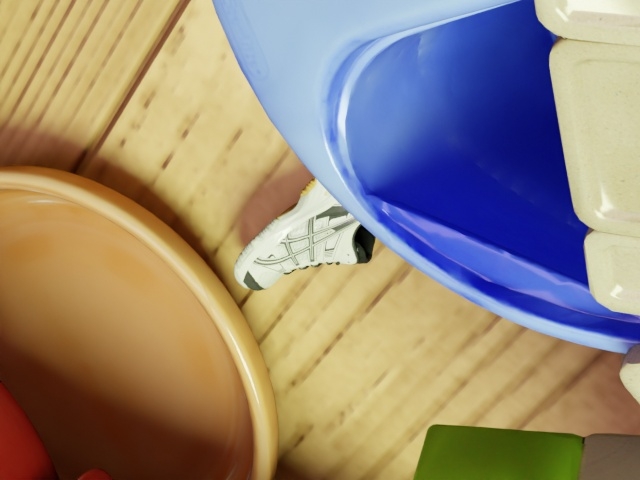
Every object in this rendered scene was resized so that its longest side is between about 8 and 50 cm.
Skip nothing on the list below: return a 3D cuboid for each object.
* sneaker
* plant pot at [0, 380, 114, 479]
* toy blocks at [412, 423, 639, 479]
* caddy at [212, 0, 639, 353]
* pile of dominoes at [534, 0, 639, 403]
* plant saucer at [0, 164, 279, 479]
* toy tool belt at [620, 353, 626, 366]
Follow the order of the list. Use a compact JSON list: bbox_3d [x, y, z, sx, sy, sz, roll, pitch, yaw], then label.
[{"bbox_3d":[0.000,0.000,0.567,0.037,0.032,0.083,46,128,0],"label":"sneaker"},{"bbox_3d":[-0.186,0.123,0.589,0.174,0.191,0.191,36,126,4],"label":"plant pot"},{"bbox_3d":[0.227,0.187,0.454,0.381,0.190,0.261,1,132,18],"label":"toy blocks"},{"bbox_3d":[0.129,-0.103,0.352,0.341,0.179,0.241,-14,107,33],"label":"caddy"},{"bbox_3d":[0.179,0.007,0.315,0.251,0.040,0.196,9,142,24],"label":"pile of dominoes"},{"bbox_3d":[-0.103,0.057,0.650,0.200,0.037,0.200,12,120,22],"label":"plant saucer"},{"bbox_3d":[0.119,0.024,0.489,0.052,0.083,0.051,30,143,60],"label":"toy tool belt"}]
